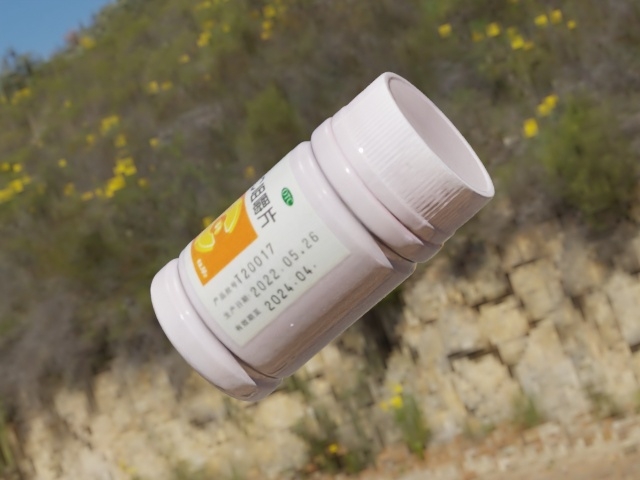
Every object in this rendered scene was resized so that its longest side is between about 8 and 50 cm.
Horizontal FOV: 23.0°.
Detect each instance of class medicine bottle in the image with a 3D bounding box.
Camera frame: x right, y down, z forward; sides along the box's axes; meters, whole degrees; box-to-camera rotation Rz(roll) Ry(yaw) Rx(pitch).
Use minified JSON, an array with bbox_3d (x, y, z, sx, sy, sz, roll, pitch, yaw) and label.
[{"bbox_3d":[0.000,0.000,1.188,0.249,0.133,0.133,-40,-5,18],"label":"medicine bottle"}]
